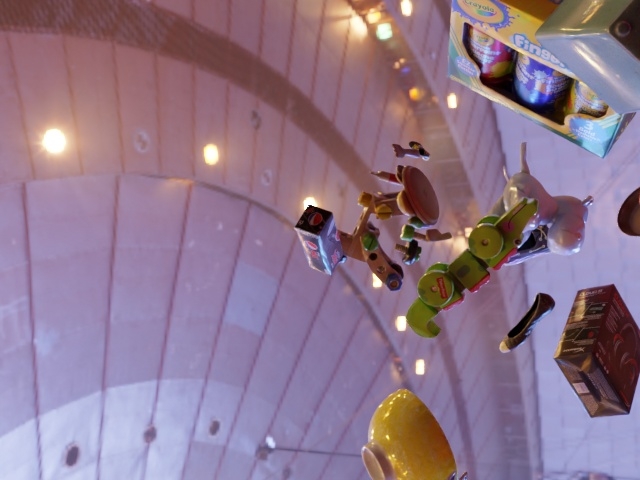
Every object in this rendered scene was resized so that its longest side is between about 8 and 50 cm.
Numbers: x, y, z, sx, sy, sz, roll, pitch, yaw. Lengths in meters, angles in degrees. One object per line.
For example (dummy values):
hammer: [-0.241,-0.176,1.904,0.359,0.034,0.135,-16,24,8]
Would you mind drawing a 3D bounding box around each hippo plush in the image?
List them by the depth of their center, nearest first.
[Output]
hippo plush: [0.594,-0.057,2.274,0.234,0.237,0.294,120,167,-51]

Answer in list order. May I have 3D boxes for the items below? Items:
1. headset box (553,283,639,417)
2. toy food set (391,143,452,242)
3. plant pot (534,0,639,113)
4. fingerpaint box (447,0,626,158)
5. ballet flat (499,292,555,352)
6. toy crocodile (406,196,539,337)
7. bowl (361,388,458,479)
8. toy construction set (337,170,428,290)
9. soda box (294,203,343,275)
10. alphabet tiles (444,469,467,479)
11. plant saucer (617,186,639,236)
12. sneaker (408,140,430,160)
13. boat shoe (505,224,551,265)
headset box: [0.724,0.270,2.139,0.218,0.110,0.293,55,-135,-19]
toy food set: [0.176,-0.081,1.554,0.132,0.038,0.192,-2,-110,-60]
plant pot: [0.588,-0.391,1.528,0.248,0.247,0.252,40,-170,-7]
fingerpaint box: [0.515,-0.427,1.888,0.163,0.445,0.371,-52,-18,-16]
ballet flat: [0.457,0.183,1.880,0.049,0.173,0.057,31,-159,-14]
toy crocodile: [0.286,0.048,1.575,0.105,0.340,0.115,46,-164,4]
bowl: [0.197,0.535,2.089,0.156,0.289,0.289,-22,-70,-21]
toy construction set: [0.118,-0.056,1.993,0.257,0.237,0.309,109,176,-45]
soda box: [0.000,0.000,1.628,0.060,0.053,0.169,-60,-22,-21]
alphabet tiles: [0.284,0.620,1.872,0.237,0.009,0.198,-21,-66,-58]
plant saucer: [0.927,-0.084,2.338,0.036,0.199,0.198,38,-129,-25]
sneaker: [0.287,-0.268,2.444,0.031,0.083,0.035,-52,-30,6]
boat shoe: [0.606,0.001,2.363,0.069,0.228,0.081,44,-157,-56]
